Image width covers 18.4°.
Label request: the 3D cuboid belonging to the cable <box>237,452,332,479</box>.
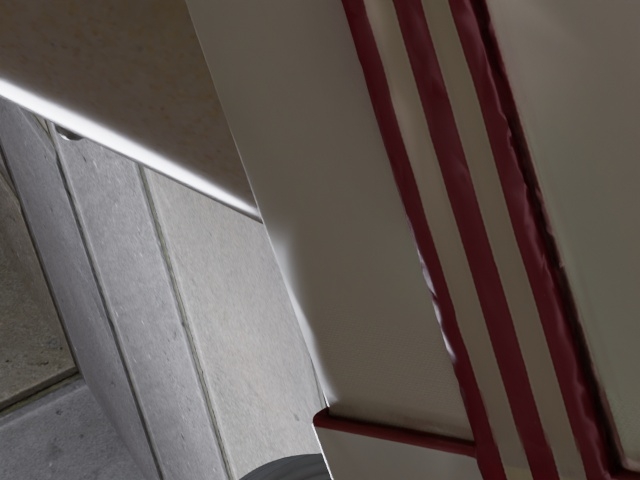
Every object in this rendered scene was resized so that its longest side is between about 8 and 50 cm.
[{"bbox_3d":[0.015,0.295,1.583,0.257,0.257,0.089,37,162,-4],"label":"cable"}]

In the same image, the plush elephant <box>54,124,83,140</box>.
[{"bbox_3d":[-0.142,-0.178,1.135,0.330,0.255,0.272,39,-178,-38],"label":"plush elephant"}]

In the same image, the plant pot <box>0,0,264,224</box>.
[{"bbox_3d":[-0.027,-0.146,0.816,0.305,0.334,0.334,34,162,3],"label":"plant pot"}]

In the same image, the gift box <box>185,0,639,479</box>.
[{"bbox_3d":[0.149,-0.035,0.586,0.255,0.276,0.258,9,121,57],"label":"gift box"}]
